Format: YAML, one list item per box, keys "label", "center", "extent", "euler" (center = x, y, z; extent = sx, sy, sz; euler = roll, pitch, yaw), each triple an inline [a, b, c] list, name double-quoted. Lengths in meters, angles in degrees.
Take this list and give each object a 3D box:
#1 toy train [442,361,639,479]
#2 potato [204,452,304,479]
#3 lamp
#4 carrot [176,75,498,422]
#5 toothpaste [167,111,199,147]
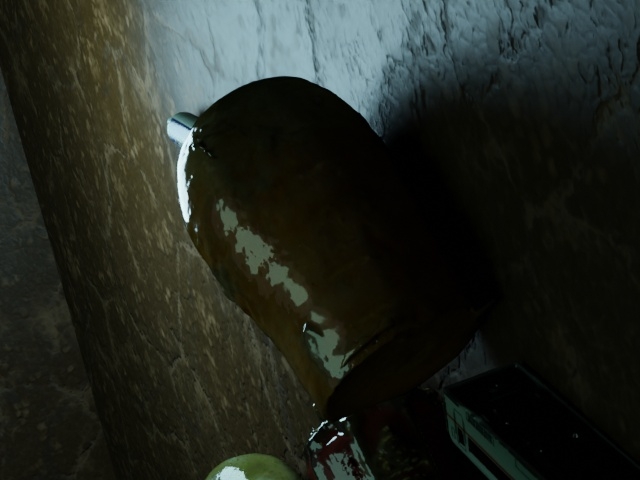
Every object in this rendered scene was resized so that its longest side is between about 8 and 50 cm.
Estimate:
- label: "toy train"
  center: [0.241, 0.240, 1.232]
  extent: [0.407, 0.086, 0.088]
  euler: [43, 144, 53]
- label: "potato"
  center: [-0.083, 0.381, 2.114]
  extent: [0.194, 0.157, 0.157]
  euler: [-14, 93, 60]
- label: "lamp"
  center: [0.088, 0.280, 1.541]
  extent: [0.274, 0.177, 0.177]
  euler: [68, 159, 12]
- label: "carrot"
  center: [0.000, 0.000, 1.484]
  extent: [0.340, 0.224, 0.224]
  euler: [55, 155, 24]
- label: "toothpaste"
  center: [-0.148, -0.130, 2.011]
  extent: [0.268, 0.047, 0.069]
  euler: [31, 122, 56]
